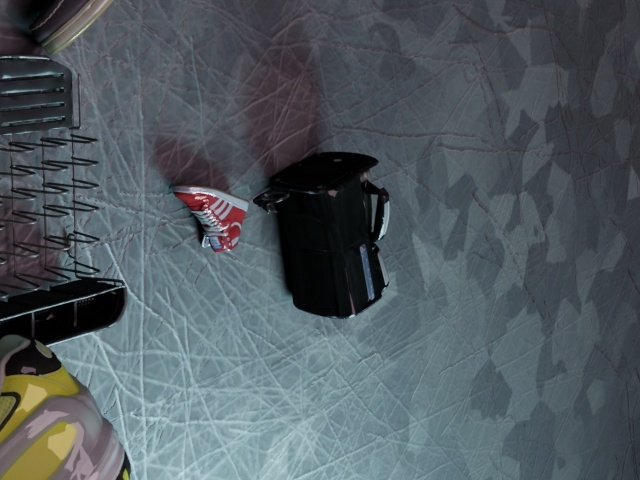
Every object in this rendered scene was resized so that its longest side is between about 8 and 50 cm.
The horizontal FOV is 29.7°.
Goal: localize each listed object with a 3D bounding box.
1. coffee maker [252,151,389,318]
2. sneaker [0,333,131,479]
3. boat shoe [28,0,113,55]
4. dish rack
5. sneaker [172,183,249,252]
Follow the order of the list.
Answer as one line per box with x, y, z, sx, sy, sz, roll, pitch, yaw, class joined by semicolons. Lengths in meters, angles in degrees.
0.000;0.000;1.471;0.171;0.120;0.178;-19;114;-22;coffee maker
-0.340;0.178;0.885;0.385;0.145;0.147;-20;109;-3;sneaker
-0.199;-0.308;1.147;0.092;0.103;0.285;37;81;-23;boat shoe
-0.285;-0.035;1.123;0.208;0.074;0.271;-16;111;-49;dish rack
-0.125;-0.024;1.348;0.118;0.042;0.067;18;82;-54;sneaker
